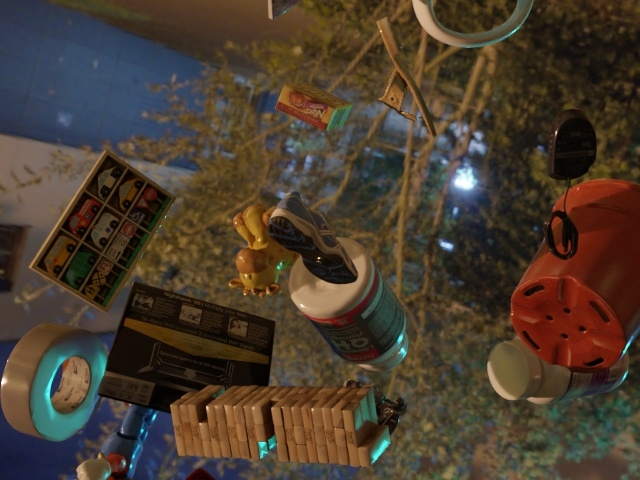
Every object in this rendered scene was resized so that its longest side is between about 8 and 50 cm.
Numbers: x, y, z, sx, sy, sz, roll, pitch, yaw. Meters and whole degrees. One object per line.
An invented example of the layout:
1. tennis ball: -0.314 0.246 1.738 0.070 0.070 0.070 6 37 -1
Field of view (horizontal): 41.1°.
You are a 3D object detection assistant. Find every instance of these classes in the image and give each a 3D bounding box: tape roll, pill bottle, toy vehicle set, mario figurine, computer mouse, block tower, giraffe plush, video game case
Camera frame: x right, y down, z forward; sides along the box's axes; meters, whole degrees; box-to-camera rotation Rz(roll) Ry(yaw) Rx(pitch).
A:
1. tape roll: -0.504 0.269 1.635 0.072 0.219 0.219 9 -178 23
2. pill bottle: 0.520 0.270 1.884 0.301 0.169 0.169 -2 -166 -32
3. pill bottle: 0.073 0.147 1.759 0.176 0.176 0.318 19 157 36
4. toy vehicle set: -0.414 -0.017 1.640 0.166 0.267 0.035 34 162 -21
5. mario figurine: -0.443 0.449 1.754 0.170 0.320 0.198 -7 142 30
6. computer mouse: 0.375 -0.085 1.307 0.071 0.242 0.041 -2 -157 -5
7. block tower: -0.066 0.282 1.326 0.335 0.097 0.091 -3 -168 26
8. giraffe plush: -0.133 0.043 1.960 0.210 0.170 0.181 46 145 -16
9. video game case: -0.051 -0.417 1.338 0.011 0.122 0.087 34 -123 26

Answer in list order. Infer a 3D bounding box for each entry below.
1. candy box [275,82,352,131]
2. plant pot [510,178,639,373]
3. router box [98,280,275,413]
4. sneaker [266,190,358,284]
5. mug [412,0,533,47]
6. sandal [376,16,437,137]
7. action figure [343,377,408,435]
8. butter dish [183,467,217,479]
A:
1. candy box: -0.009 -0.263 1.670 0.109 0.053 0.186 26 -163 6
2. plant pot: 0.477 0.073 1.493 0.272 0.272 0.265 18 -138 31
3. router box: -0.251 0.226 1.672 0.309 0.081 0.243 17 -142 -10
4. sneaker: 0.000 0.000 1.433 0.080 0.081 0.211 -12 137 36
5. mug: 0.245 -0.515 1.439 0.328 0.374 0.276 -8 -174 -9
6. sandal: 0.137 -0.290 1.596 0.079 0.240 0.088 -22 -168 13
7. action figure: 0.148 0.449 2.323 0.185 0.099 0.285 14 -169 -2
8. butter dish: -0.226 0.547 1.629 0.118 0.160 0.160 23 152 54
